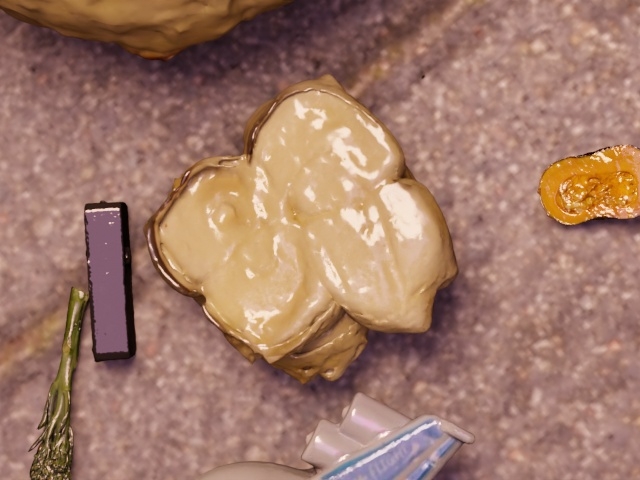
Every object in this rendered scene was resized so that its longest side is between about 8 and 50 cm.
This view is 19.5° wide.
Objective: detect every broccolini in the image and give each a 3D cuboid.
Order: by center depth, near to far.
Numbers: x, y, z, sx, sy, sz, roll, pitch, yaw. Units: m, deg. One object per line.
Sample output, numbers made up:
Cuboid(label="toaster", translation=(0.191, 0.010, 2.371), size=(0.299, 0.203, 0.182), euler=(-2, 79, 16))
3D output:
Cuboid(label="broccolini", translation=(-0.175, 0.103, 1.295), size=(0.030, 0.035, 0.139), euler=(7, 83, 22))

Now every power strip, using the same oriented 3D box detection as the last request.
Cuboid(label="power strip", translation=(-0.144, 0.027, 1.283), size=(0.029, 0.038, 0.111), euler=(-3, 92, 2))

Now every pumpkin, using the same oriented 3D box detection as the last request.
Cuboid(label="pumpkin", translation=(0.190, -0.038, 1.268), size=(0.083, 0.028, 0.050), euler=(-6, 93, 12))

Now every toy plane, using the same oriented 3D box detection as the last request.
Cuboid(label="toy plane", translation=(0.023, 0.234, 1.242), size=(0.267, 0.122, 0.266), euler=(0, 90, 5))

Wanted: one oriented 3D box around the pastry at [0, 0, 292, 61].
Cuboid(label="pastry", translation=(-0.112, -0.301, 1.136), size=(0.389, 0.312, 0.388), euler=(0, 88, -8))

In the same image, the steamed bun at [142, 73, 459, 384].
Cuboid(label="steamed bun", translation=(0.000, 0.000, 1.244), size=(0.192, 0.106, 0.177), euler=(43, 97, 9))
